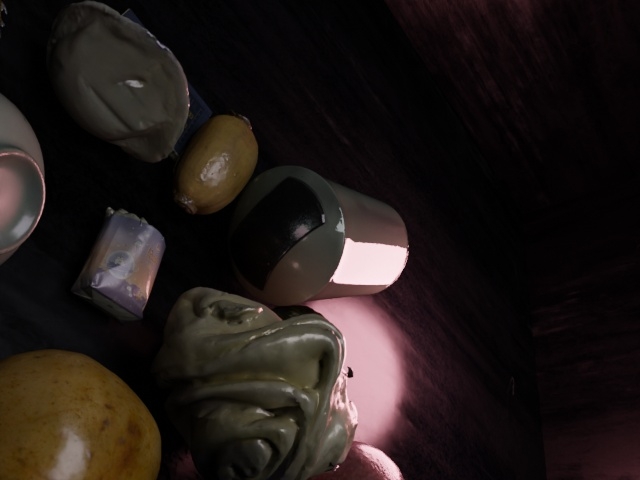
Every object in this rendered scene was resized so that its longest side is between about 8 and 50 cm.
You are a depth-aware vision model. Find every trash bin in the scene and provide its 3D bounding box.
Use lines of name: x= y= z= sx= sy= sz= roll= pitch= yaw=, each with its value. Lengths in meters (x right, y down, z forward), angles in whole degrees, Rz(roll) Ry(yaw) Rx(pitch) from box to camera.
trash bin: x=0.000 y=0.000 z=1.407 sx=0.432 sy=0.280 sz=0.281 roll=8 pitch=66 yaw=-60

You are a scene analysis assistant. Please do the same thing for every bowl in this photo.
bowl: x=-0.427 y=-0.063 z=0.759 sx=0.289 sy=0.146 sz=0.289 roll=14 pitch=90 yaw=-73

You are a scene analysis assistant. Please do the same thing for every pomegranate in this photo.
pomegranate: x=-0.322 y=0.257 z=0.777 sx=0.260 sy=0.260 sz=0.261 roll=35 pitch=45 yaw=-44

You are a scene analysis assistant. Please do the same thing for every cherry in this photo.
cherry: x=0.068 y=0.517 z=1.226 sx=0.261 sy=0.221 sz=0.307 roll=44 pitch=6 yaw=-42

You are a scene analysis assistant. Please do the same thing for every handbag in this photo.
handbag: x=-0.320 y=0.035 z=1.051 sx=0.117 sy=0.095 sz=0.173 roll=46 pitch=41 yaw=-40

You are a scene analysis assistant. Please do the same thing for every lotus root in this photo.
lotus root: x=-0.203 y=-0.160 z=1.300 sx=0.303 sy=0.130 sz=0.146 roll=-68 pitch=163 yaw=-46

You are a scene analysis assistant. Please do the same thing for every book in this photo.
book: x=-0.337 y=-0.312 z=1.293 sx=0.269 sy=0.025 sz=0.191 roll=52 pitch=35 yaw=-27

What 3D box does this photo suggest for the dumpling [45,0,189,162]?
dumpling: x=-0.328 y=-0.273 z=1.092 sx=0.243 sy=0.226 sz=0.175 roll=38 pitch=44 yaw=-52

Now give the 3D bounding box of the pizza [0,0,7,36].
pizza: x=-0.540 y=-0.355 z=0.959 sx=0.154 sy=0.069 sz=0.194 roll=43 pitch=33 yaw=-37

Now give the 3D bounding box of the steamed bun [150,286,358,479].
steamed bun: x=-0.108 y=0.267 z=1.013 sx=0.394 sy=0.346 sz=0.237 roll=40 pitch=44 yaw=-11

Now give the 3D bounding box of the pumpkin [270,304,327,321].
pumpkin: x=-0.050 y=0.235 z=1.297 sx=0.223 sy=0.157 sz=0.224 roll=24 pitch=52 yaw=-35
